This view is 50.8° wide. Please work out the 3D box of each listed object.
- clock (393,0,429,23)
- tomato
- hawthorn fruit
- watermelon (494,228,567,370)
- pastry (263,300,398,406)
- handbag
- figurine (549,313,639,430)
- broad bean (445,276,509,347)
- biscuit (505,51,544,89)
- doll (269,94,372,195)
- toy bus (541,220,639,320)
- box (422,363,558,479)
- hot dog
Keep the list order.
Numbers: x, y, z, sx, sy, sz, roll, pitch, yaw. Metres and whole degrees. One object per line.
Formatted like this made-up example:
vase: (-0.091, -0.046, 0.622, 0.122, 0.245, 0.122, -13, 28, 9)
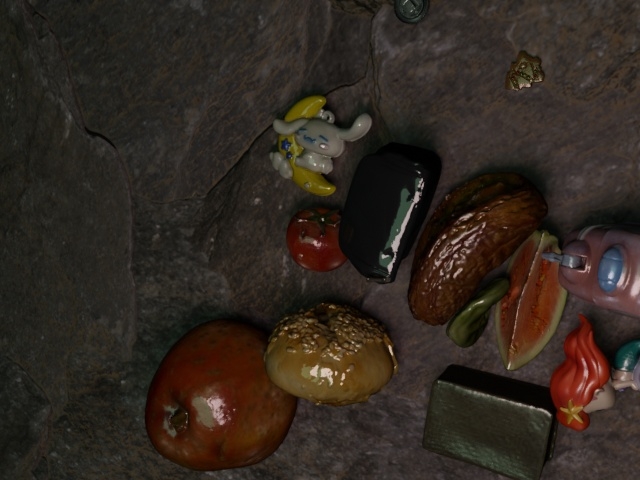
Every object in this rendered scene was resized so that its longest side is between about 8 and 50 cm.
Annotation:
clock: (0.210, -0.541, 1.550, 0.085, 0.017, 0.085, 4, 99, 26)
tomato: (0.000, 0.000, 1.660, 0.167, 0.167, 0.168, 4, 99, 25)
hawthorn fruit: (-0.264, 0.402, 1.714, 0.402, 0.402, 0.403, 4, 99, 25)
watermelon: (0.471, 0.128, 1.460, 0.128, 0.159, 0.304, 13, 96, 0)
pastry: (0.027, 0.250, 1.590, 0.315, 0.284, 0.184, 1, 113, -13)
handbag: (0.140, -0.068, 1.507, 0.177, 0.275, 0.302, 22, 106, 13)
figurine: (0.591, 0.265, 1.379, 0.256, 0.181, 0.208, -18, 119, 15)
broad bean: (0.346, 0.158, 1.504, 0.072, 0.153, 0.207, 36, 141, 19)
biscuit: (0.438, -0.363, 1.466, 0.092, 0.016, 0.082, -37, 81, 24)
doll: (-0.014, -0.238, 1.651, 0.252, 0.111, 0.238, 30, 108, 28)
toy bus: (0.592, 0.058, 1.292, 0.231, 0.294, 0.198, 8, 96, -20)
box: (0.390, 0.413, 1.531, 0.273, 0.143, 0.184, 11, 102, 25)
hot dog: (0.309, 0.011, 1.461, 0.174, 0.267, 0.388, 37, 111, -2)
